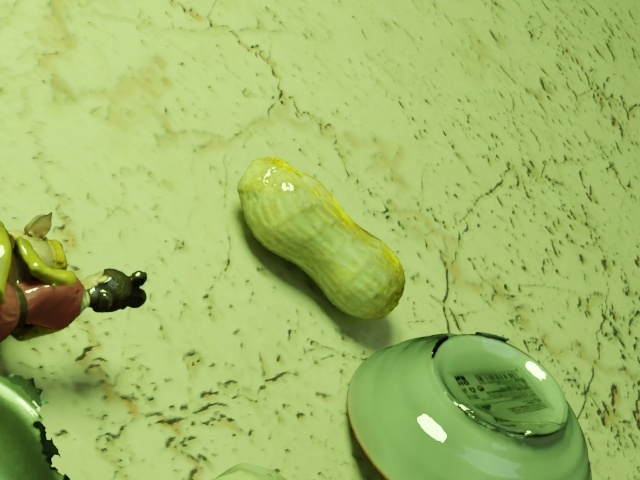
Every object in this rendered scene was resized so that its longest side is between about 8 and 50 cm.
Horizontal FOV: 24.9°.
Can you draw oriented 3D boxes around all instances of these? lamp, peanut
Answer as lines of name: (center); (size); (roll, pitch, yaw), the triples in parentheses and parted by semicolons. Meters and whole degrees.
lamp: (-0.262, 0.034, 1.157); (0.253, 0.118, 0.118); (-15, 70, -41)
peanut: (0.000, 0.000, 1.452); (0.206, 0.087, 0.087); (43, 40, -10)

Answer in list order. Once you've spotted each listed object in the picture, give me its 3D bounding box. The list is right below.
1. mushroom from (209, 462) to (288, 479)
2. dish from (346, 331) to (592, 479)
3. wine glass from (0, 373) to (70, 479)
mushroom: (-0.075, 0.270, 1.167); (0.097, 0.088, 0.212); (25, 51, -13)
dish: (0.160, 0.163, 1.403); (0.260, 0.085, 0.260); (17, 34, -12)
wine glass: (-0.318, 0.220, 0.906); (0.190, 0.190, 0.357); (53, 41, 5)
